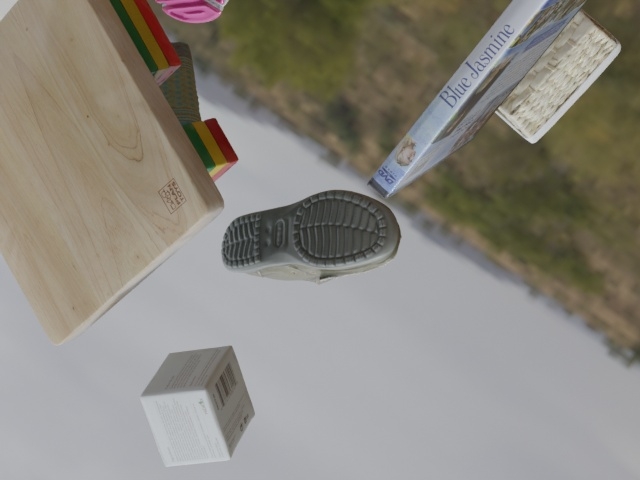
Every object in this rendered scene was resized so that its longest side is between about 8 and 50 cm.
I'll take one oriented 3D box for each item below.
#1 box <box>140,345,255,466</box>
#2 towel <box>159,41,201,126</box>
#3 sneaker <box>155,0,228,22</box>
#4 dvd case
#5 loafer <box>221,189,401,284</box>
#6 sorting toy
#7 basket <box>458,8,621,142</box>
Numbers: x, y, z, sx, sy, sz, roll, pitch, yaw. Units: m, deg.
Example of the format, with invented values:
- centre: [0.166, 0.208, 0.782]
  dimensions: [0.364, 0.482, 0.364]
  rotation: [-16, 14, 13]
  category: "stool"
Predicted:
- centre: [-0.141, 0.191, 2.029]
  dimensions: [0.101, 0.087, 0.102]
  rotation: [-60, -42, -59]
  category: "box"
- centre: [-0.274, -0.142, 2.051]
  dimensions: [0.271, 0.040, 0.370]
  rotation: [-1, -150, -7]
  category: "towel"
- centre: [-0.128, -0.338, 1.653]
  dimensions: [0.103, 0.252, 0.111]
  rotation: [0, -153, 32]
  category: "sneaker"
- centre: [0.145, -0.146, 1.299]
  dimensions: [0.022, 0.253, 0.180]
  rotation: [42, -150, 7]
  category: "dvd case"
- centre: [0.000, 0.000, 2.018]
  dimensions: [0.251, 0.094, 0.087]
  rotation: [-3, 164, 42]
  category: "loafer"
- centre: [-0.202, -0.081, 1.560]
  dimensions: [0.089, 0.255, 0.257]
  rotation: [-20, -104, -48]
  category: "sorting toy"
- centre: [0.265, -0.221, 2.153]
  dimensions: [0.113, 0.167, 0.103]
  rotation: [45, -171, 24]
  category: "basket"
